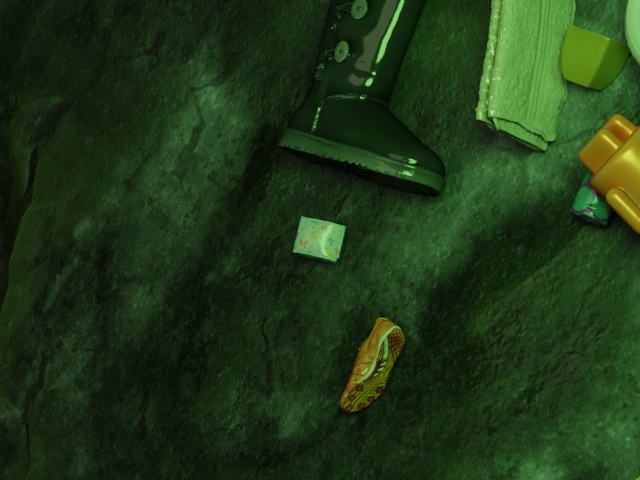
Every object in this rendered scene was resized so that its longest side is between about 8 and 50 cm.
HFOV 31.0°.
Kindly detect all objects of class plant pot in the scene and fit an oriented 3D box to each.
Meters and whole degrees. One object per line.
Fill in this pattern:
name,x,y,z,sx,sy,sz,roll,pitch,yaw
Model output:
plant pot,0.425,-0.283,1.812,0.081,0.081,0.083,32,109,39

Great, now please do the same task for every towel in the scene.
towel,0.328,-0.293,1.820,0.049,0.187,0.282,1,80,43

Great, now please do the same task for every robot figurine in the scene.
robot figurine,0.480,-0.083,1.658,0.219,0.158,0.128,43,106,7

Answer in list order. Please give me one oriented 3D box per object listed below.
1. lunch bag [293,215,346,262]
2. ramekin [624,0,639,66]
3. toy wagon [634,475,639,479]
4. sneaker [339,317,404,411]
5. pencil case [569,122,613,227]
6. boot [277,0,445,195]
lunch bag,0.000,0.000,2.096,0.083,0.053,0.071,10,84,15
ramekin,0.569,-0.323,1.672,0.273,0.127,0.273,-11,73,37
toy wagon,0.560,0.297,1.523,0.267,0.068,0.344,26,95,57
sneaker,0.086,0.216,1.978,0.175,0.064,0.067,-59,31,5
pencil case,0.435,-0.099,1.763,0.064,0.070,0.152,21,90,5
boot,0.133,-0.330,2.030,0.367,0.146,0.445,21,87,38
